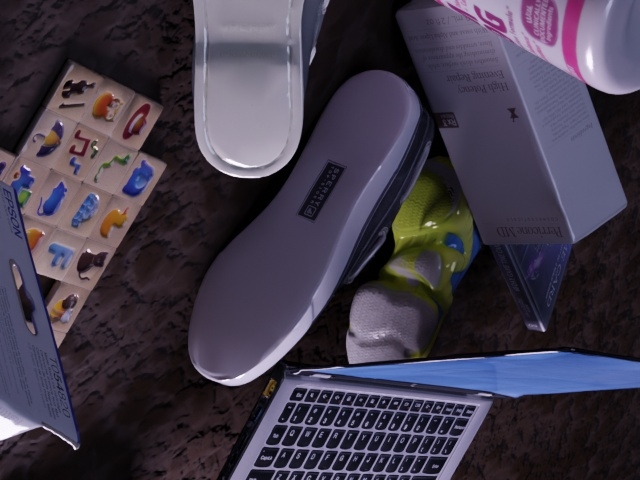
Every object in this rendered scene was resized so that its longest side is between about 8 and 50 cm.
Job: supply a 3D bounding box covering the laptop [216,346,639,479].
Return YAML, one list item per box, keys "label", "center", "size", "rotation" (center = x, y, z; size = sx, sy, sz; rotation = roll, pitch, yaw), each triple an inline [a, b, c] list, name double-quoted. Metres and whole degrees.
- label: "laptop"
  center: [0.120, 0.225, 1.730]
  size: [0.382, 0.236, 0.408]
  rotation: [13, 108, -56]

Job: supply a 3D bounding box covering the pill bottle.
- label: "pill bottle"
  center: [0.149, -0.238, 1.461]
  size: [0.160, 0.283, 0.160]
  rotation: [-33, 141, -32]

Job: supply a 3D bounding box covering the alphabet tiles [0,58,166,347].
- label: "alphabet tiles"
  center: [-0.211, -0.016, 1.444]
  size: [0.237, 0.009, 0.198]
  rotation: [-59, 147, 4]

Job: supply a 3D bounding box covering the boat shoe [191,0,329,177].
- label: "boat shoe"
  center: [-0.042, -0.209, 1.444]
  size: [0.099, 0.116, 0.319]
  rotation: [-90, -173, -65]

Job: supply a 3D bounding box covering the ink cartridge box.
- label: "ink cartridge box"
  center: [-0.247, 0.015, 1.236]
  size: [0.045, 0.223, 0.224]
  rotation: [-27, 147, 11]

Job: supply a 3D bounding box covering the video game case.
- label: "video game case"
  center: [0.208, -0.058, 1.877]
  size: [0.274, 0.026, 0.196]
  rotation: [60, 45, -56]

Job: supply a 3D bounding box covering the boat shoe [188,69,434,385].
- label: "boat shoe"
  center: [0.000, 0.000, 1.656]
  size: [0.301, 0.108, 0.102]
  rotation: [-60, 147, -7]

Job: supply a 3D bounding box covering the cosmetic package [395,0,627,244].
- label: "cosmetic package"
  center: [0.164, -0.113, 1.661]
  size: [0.085, 0.117, 0.231]
  rotation: [-33, 109, -35]

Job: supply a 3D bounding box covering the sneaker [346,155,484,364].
- label: "sneaker"
  center: [0.110, 0.032, 1.835]
  size: [0.126, 0.091, 0.240]
  rotation: [-12, 129, -53]
